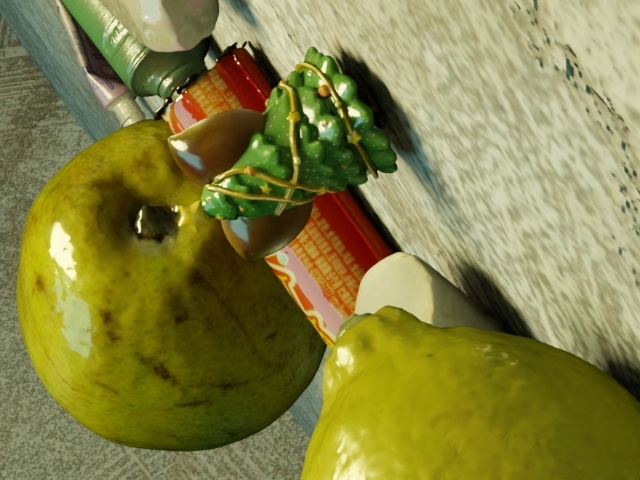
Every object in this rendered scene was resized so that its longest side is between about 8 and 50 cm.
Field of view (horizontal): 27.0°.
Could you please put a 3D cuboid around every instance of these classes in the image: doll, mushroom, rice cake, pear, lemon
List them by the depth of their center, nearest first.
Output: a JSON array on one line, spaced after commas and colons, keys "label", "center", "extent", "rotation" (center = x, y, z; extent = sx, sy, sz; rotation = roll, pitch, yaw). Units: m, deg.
[{"label": "lemon", "center": [0.081, 0.135, 0.559], "extent": [0.184, 0.184, 0.248], "rotation": [107, 138, -80]}, {"label": "doll", "center": [-0.014, -0.038, 0.645], "extent": [0.077, 0.113, 0.078], "rotation": [10, 137, 59]}, {"label": "mushroom", "center": [0.089, 0.106, 0.735], "extent": [0.225, 0.093, 0.116], "rotation": [49, -169, -27]}, {"label": "rice cake", "center": [-0.173, -0.242, 0.900], "extent": [0.399, 0.064, 0.070], "rotation": [48, 159, 42]}, {"label": "pear", "center": [-0.109, 0.032, 1.012], "extent": [0.253, 0.253, 0.307], "rotation": [53, 166, 18]}]

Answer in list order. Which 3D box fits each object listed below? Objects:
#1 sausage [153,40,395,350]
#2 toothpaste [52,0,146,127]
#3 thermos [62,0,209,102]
[{"label": "sausage", "center": [0.000, 0.000, 0.844], "extent": [0.264, 0.083, 0.083], "rotation": [54, 172, 2]}, {"label": "toothpaste", "center": [-0.308, -0.265, 1.661], "extent": [0.301, 0.048, 0.075], "rotation": [56, 176, 8]}, {"label": "thermos", "center": [-0.143, -0.168, 0.986], "extent": [0.187, 0.073, 0.083], "rotation": [52, 170, 19]}]
